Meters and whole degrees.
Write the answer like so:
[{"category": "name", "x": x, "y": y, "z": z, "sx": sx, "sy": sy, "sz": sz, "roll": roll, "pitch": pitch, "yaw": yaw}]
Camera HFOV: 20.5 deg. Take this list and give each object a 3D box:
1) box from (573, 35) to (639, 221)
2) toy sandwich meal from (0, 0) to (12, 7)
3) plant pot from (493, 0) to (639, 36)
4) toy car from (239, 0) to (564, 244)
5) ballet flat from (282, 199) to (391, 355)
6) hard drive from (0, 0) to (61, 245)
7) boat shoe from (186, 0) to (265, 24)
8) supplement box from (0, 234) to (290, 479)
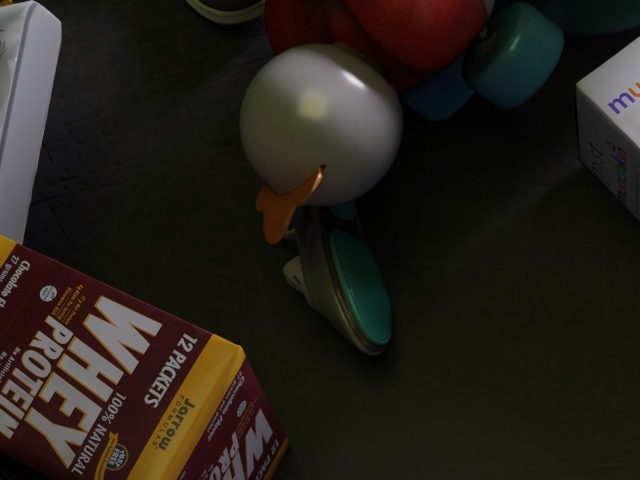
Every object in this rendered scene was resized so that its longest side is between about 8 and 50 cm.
[{"category": "box", "x": 0.352, "y": -0.082, "z": 1.247, "sx": 0.262, "sy": 0.127, "sz": 0.231, "roll": -36, "pitch": 65, "yaw": -7}, {"category": "toy sandwich meal", "x": -0.265, "y": -0.161, "z": 1.449, "sx": 0.085, "sy": 0.029, "sz": 0.085, "roll": -4, "pitch": 63, "yaw": 8}, {"category": "plant pot", "x": 0.193, "y": -0.288, "z": 1.313, "sx": 0.293, "sy": 0.235, "sz": 0.293, "roll": -4, "pitch": 63, "yaw": 8}, {"category": "toy car", "x": 0.005, "y": -0.105, "z": 1.245, "sx": 0.219, "sy": 0.210, "sz": 0.238, "roll": 34, "pitch": 76, "yaw": -20}, {"category": "ballet flat", "x": 0.000, "y": 0.000, "z": 1.311, "sx": 0.068, "sy": 0.072, "sz": 0.213, "roll": -29, "pitch": 58, "yaw": 27}, {"category": "hard drive", "x": -0.368, "y": -0.046, "z": 1.339, "sx": 0.353, "sy": 0.047, "sz": 0.233, "roll": -7, "pitch": 63, "yaw": 27}, {"category": "boat shoe", "x": -0.106, "y": -0.306, "z": 1.456, "sx": 0.103, "sy": 0.092, "sz": 0.285, "roll": -18, "pitch": 62, "yaw": 1}, {"category": "supplement box", "x": -0.147, "y": 0.122, "z": 1.197, "sx": 0.194, "sy": 0.191, "sz": 0.129, "roll": 23, "pitch": 70, "yaw": 19}]
